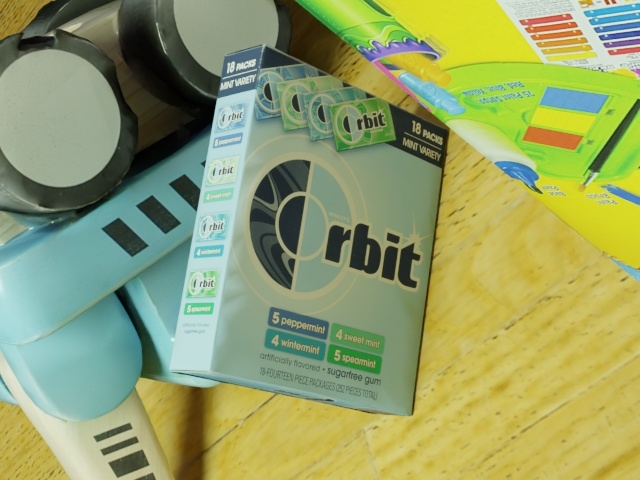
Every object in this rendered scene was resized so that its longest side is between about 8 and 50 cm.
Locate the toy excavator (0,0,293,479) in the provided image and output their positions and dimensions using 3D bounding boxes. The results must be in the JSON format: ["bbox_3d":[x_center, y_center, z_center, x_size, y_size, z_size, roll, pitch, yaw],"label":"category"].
[{"bbox_3d":[-0.147,0.081,0.775,0.433,0.445,0.222,-39,21,-34],"label":"toy excavator"}]

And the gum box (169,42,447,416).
[{"bbox_3d":[0.000,0.000,0.668,0.041,0.157,0.184,-6,71,48],"label":"gum box"}]

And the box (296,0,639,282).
[{"bbox_3d":[0.169,-0.111,0.338,0.290,0.279,0.177,-4,56,56],"label":"box"}]
